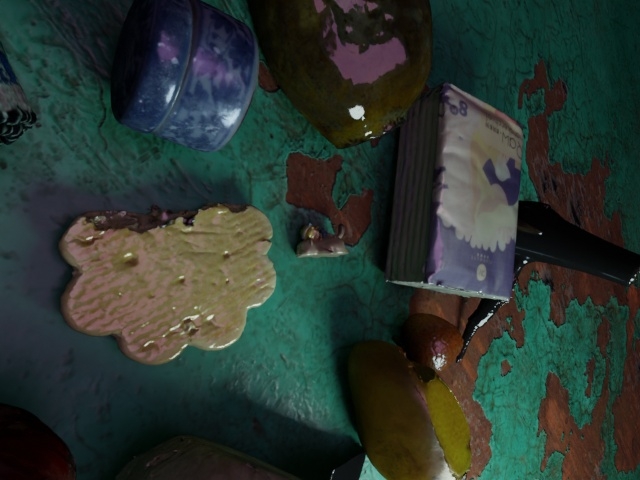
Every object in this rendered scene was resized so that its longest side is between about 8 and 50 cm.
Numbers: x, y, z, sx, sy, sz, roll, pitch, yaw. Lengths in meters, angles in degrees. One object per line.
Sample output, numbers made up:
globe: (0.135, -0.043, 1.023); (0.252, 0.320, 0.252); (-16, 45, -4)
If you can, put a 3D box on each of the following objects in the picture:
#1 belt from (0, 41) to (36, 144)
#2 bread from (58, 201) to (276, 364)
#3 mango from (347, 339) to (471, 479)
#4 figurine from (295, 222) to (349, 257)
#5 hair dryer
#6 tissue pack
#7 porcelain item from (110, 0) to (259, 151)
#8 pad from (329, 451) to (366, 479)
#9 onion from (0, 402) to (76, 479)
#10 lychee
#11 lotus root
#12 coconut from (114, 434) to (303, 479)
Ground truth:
belt: (-0.357, -0.104, 0.254); (0.295, 0.207, 0.160); (-21, 108, -21)
bread: (-0.163, 0.047, 0.510); (0.251, 0.039, 0.181); (-8, 96, -38)
mango: (0.130, 0.273, 0.676); (0.130, 0.167, 0.261); (-34, 106, -59)
figurine: (0.000, 0.000, 0.642); (0.083, 0.047, 0.050); (1, 75, -32)
hair dryer: (0.380, 0.105, 0.837); (0.120, 0.304, 0.359); (19, 102, -48)
tissue pack: (0.246, -0.076, 0.775); (0.243, 0.125, 0.343); (13, 82, -34)
porcelain item: (-0.147, -0.175, 0.451); (0.114, 0.147, 0.147); (13, 83, -39)
pad: (-0.014, 0.476, 0.574); (0.247, 0.007, 0.367); (52, 55, -65)
onion: (-0.296, 0.206, 0.279); (0.247, 0.246, 0.190); (11, 91, -38)
lychee: (0.175, 0.183, 0.743); (0.140, 0.101, 0.114); (-12, 83, -25)
lotus root: (0.056, -0.270, 0.617); (0.267, 0.149, 0.260); (-18, 101, -34)
coconut: (-0.123, 0.336, 0.419); (0.245, 0.245, 0.247); (40, 60, -32)
